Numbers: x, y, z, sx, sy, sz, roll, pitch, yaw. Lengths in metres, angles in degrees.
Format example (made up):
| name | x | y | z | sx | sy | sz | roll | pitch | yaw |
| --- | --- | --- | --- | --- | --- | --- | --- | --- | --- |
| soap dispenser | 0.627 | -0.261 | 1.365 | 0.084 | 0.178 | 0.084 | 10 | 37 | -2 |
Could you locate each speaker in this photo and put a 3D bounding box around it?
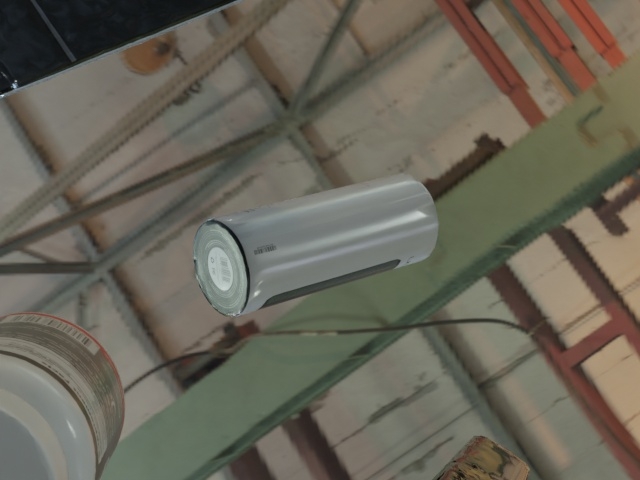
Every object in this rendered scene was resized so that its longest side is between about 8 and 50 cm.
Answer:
| name | x | y | z | sx | sy | sz | roll | pitch | yaw |
| --- | --- | --- | --- | --- | --- | --- | --- | --- | --- |
| speaker | 0.000 | 0.000 | 0.727 | 0.055 | 0.136 | 0.055 | 23 | -60 | 47 |

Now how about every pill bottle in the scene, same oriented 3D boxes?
| name | x | y | z | sx | sy | sz | roll | pitch | yaw |
| --- | --- | --- | --- | --- | --- | --- | --- | --- | --- |
| pill bottle | -0.240 | 0.152 | 0.971 | 0.161 | 0.283 | 0.161 | 0 | -84 | -2 |

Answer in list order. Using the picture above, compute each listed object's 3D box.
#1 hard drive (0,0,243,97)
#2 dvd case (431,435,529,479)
| name | x | y | z | sx | sy | sz | roll | pitch | yaw |
| --- | --- | --- | --- | --- | --- | --- | --- | --- | --- |
| hard drive | -0.030 | -0.207 | 0.645 | 0.339 | 0.064 | 0.237 | -20 | -140 | 16 |
| dvd case | -0.033 | 0.162 | 0.291 | 0.022 | 0.180 | 0.253 | 32 | -84 | 11 |
